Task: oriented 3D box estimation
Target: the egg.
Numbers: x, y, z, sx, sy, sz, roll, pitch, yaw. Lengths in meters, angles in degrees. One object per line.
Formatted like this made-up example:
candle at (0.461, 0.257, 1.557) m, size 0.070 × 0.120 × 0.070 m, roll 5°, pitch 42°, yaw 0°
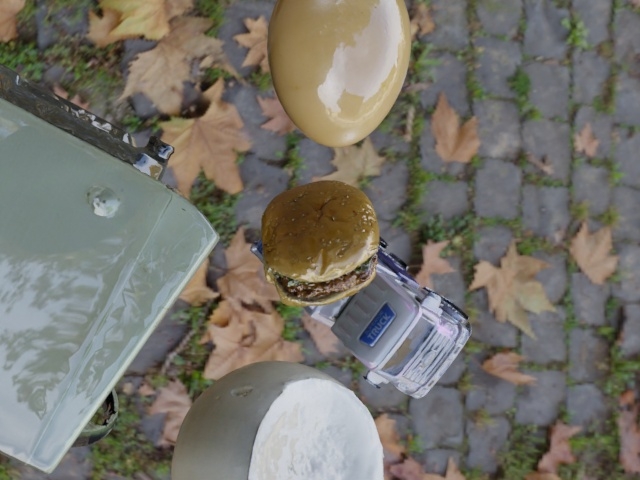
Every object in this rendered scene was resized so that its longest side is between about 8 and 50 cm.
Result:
egg at (0.009, -0.100, 0.534) m, size 0.080 × 0.080 × 0.097 m, roll 10°, pitch 91°, yaw -27°

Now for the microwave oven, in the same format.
microwave oven at (-0.268, -0.016, 0.833) m, size 0.333 × 0.394 × 0.247 m, roll 30°, pitch 89°, yaw -10°

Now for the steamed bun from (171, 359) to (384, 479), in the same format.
steamed bun at (-0.071, 0.332, 1.408) m, size 0.324 × 0.206 × 0.324 m, roll 7°, pitch 80°, yaw -43°

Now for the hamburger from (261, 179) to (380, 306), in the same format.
hamburger at (0.000, 0.000, 0.601) m, size 0.076 × 0.083 × 0.044 m, roll -13°, pitch 132°, yaw -7°

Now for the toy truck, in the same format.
toy truck at (0.042, 0.060, 1.164) m, size 0.155 × 0.268 × 0.124 m, roll 30°, pitch 99°, yaw -41°
